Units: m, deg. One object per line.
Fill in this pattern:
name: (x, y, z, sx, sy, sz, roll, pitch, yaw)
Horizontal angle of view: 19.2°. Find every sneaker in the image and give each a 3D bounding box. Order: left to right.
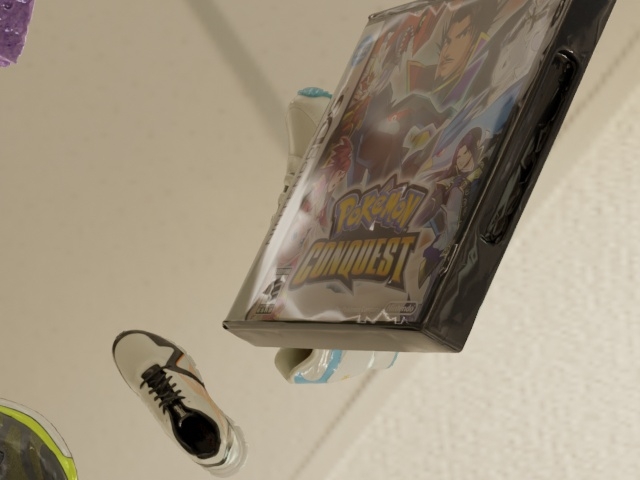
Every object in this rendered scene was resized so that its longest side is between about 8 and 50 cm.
sneaker: (-0.355, 0.183, 1.746, 0.300, 0.121, 0.111, 33, -66, 15)
sneaker: (-0.084, 0.091, 1.106, 0.040, 0.044, 0.109, -45, -108, 1)
sneaker: (0.000, 0.000, 1.413, 0.087, 0.092, 0.228, 19, -59, 60)

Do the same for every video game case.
video game case: (0.056, -0.048, 1.171, 0.275, 0.035, 0.248, -5, -123, 64)

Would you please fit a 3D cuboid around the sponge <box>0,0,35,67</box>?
sponge: (-0.232, -0.235, 1.275, 0.031, 0.117, 0.210, -6, -113, 50)
